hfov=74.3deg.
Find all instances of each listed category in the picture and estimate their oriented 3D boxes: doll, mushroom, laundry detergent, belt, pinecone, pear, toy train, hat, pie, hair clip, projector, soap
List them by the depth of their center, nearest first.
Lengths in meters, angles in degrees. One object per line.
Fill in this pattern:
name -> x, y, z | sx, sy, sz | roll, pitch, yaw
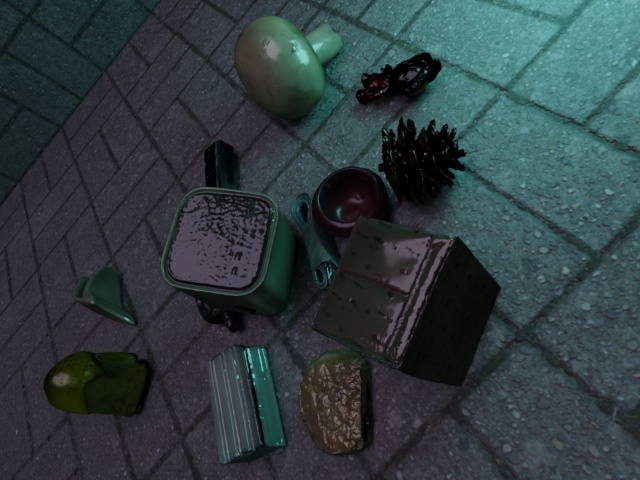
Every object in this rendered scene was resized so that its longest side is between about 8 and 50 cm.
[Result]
pie -> 0.026, 0.347, 0.923 | 0.185, 0.052, 0.218 | -9, 67, 29
pinecone -> 0.224, -0.184, 0.944 | 0.208, 0.208, 0.207 | -14, 63, 28
soap -> -0.184, 0.393, 1.022 | 0.150, 0.094, 0.261 | -34, 56, 23
projector -> -0.208, 0.036, 1.044 | 0.249, 0.249, 0.248 | 6, 71, 11
hat -> 0.075, -0.091, 1.055 | 0.206, 0.089, 0.205 | -8, 62, 15
belt -> 0.000, 0.000, 1.080 | 0.087, 0.072, 0.302 | -34, 55, 20
doll -> 0.212, -0.434, 1.132 | 0.249, 0.088, 0.126 | -5, 87, 42
laundry detergent -> -0.285, 0.171, 1.193 | 0.144, 0.078, 0.221 | -36, 56, 12
pear -> -0.674, 0.400, 1.239 | 0.238, 0.255, 0.163 | 8, 76, 41
mushroom -> -0.079, -0.545, 1.271 | 0.314, 0.314, 0.336 | 30, 67, 38
toy train -> -0.309, -0.134, 1.334 | 0.086, 0.089, 0.409 | -30, 56, 32
hair clip -> -0.751, 0.191, 1.444 | 0.113, 0.172, 0.282 | -41, 43, 2

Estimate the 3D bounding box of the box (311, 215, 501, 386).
box -> 0.169, 0.120, 0.778 | 0.191, 0.297, 0.225 | 18, 80, 40
